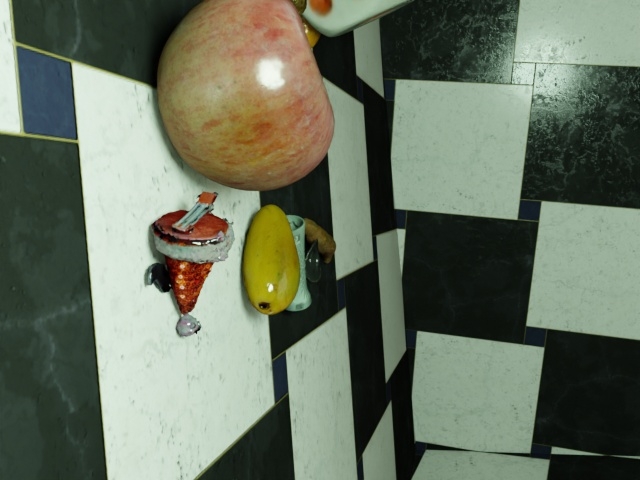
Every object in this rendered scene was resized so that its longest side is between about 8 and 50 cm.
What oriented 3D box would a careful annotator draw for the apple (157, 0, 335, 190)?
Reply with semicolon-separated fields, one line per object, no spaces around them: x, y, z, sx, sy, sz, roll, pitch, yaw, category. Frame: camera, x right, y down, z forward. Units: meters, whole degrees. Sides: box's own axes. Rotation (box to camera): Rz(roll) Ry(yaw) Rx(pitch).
-0.129;-0.242;1.099;0.345;0.270;0.344;-19;90;-83;apple

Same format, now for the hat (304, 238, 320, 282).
-0.031;0.052;1.753;0.121;0.051;0.121;2;90;-72;hat

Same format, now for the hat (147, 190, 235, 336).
-0.209;0.049;1.058;0.140;0.129;0.227;-111;-152;-63;hat

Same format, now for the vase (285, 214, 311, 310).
-0.070;0.058;1.543;0.096;0.096;0.219;-65;151;-60;vase

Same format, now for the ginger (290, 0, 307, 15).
-0.114;-0.631;1.357;0.418;0.176;0.254;78;8;-55;ginger

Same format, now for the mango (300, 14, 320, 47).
-0.036;-0.603;1.773;0.141;0.102;0.217;74;21;-54;mango

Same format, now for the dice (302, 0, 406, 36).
0.083;-0.699;1.631;0.304;0.277;0.304;-41;111;-49;dice

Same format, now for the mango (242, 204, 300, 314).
-0.102;0.040;1.385;0.138;0.113;0.253;40;42;-52;mango

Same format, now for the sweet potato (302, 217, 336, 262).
0.000;0.000;1.845;0.066;0.072;0.314;-67;161;-10;sweet potato
